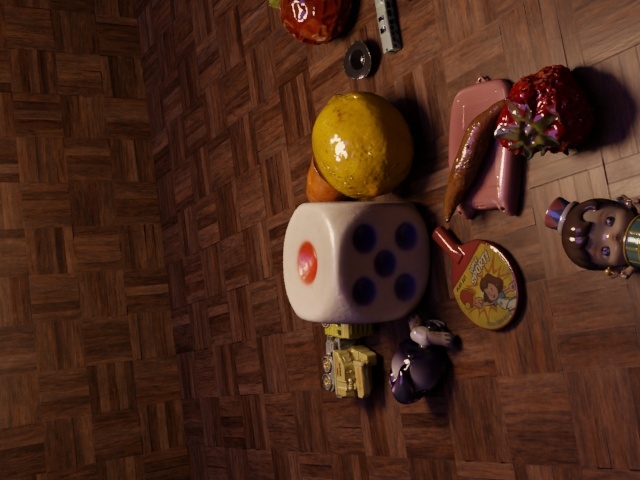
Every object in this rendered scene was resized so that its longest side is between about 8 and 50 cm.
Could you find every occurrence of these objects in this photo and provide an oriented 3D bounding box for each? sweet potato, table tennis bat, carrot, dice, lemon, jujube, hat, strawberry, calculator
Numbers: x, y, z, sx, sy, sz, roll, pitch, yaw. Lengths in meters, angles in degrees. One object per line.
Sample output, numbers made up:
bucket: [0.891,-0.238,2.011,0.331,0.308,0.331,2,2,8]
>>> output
sweet potato: [0.333,-0.179,1.787,0.066,0.072,0.314,39,119,37]
table tennis bat: [0.368,0.077,1.877,0.310,0.038,0.200,52,133,37]
carrot: [0.017,-0.170,2.312,0.225,0.159,0.159,130,129,-59]
dice: [0.091,0.051,2.056,0.277,0.304,0.304,4,96,59]
lemon: [0.107,-0.252,2.051,0.258,0.258,0.310,-52,57,46]
jujube: [-0.001,-0.737,2.255,0.216,0.216,0.342,15,93,56]
hat: [0.113,-0.505,2.210,0.121,0.050,0.121,7,99,52]
strawberry: [0.456,-0.265,1.597,0.187,0.184,0.201,112,-178,-64]
calculator: [0.372,-0.216,1.831,0.220,0.048,0.330,-5,86,59]

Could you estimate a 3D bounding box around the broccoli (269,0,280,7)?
broccoli: [-0.101,-0.831,2.464,0.145,0.165,0.304,68,155,15]

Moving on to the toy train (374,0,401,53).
toy train: [0.175,-0.602,2.109,0.043,0.047,0.207,-18,79,59]

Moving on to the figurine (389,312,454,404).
figurine: [0.248,0.311,1.994,0.145,0.145,0.222,38,123,50]

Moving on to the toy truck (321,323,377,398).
toy truck: [0.090,0.315,2.249,0.157,0.124,0.272,2,95,58]

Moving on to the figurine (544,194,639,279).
figurine: [0.542,-0.009,1.473,0.275,0.158,0.161,9,91,57]
